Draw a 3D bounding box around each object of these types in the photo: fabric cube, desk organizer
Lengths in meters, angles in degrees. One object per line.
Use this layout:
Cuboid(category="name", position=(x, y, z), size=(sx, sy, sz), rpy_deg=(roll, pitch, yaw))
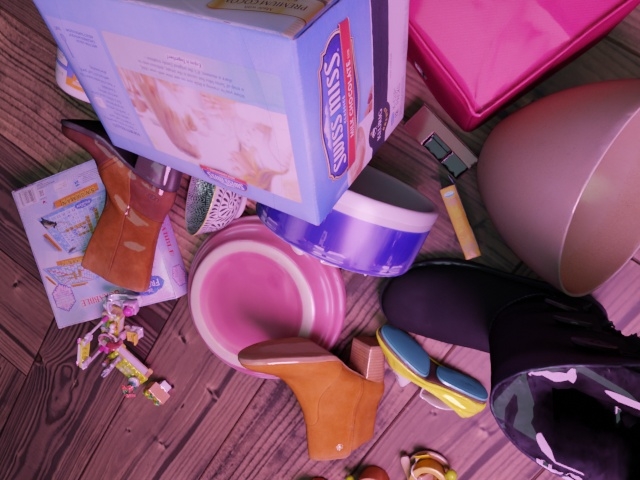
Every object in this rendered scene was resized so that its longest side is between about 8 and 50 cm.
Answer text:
Cuboid(category="fabric cube", position=(0.234, -0.324, 0.607), size=(0.259, 0.258, 0.254), rpy_deg=(-36, 88, 19))
Cuboid(category="desk organizer", position=(0.201, -0.162, 0.753), size=(0.130, 0.047, 0.050), rpy_deg=(48, 110, 5))

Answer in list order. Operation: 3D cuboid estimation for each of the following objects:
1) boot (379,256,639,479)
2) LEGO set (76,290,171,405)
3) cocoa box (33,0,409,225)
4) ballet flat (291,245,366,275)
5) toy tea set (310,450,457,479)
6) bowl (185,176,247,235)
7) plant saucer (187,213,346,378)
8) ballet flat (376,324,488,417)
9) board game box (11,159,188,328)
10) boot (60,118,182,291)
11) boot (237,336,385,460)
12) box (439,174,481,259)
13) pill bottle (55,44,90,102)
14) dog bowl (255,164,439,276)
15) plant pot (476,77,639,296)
Cuboid(category="boot", position=(0.228, 0.136, 0.580), size=(0.368, 0.445, 0.146), rpy_deg=(3, 99, 16))
Cuboid(category="LEGO set", position=(-0.411, 0.246, 0.926), size=(0.132, 0.107, 0.286), rpy_deg=(0, 115, 11))
Cuboid(category="cocoa box", position=(-0.100, -0.216, 0.540), size=(0.348, 0.227, 0.231), rpy_deg=(22, 147, 22))
Cuboid(category="ballet flat", position=(0.000, 0.000, 0.789), size=(0.241, 0.091, 0.077), rpy_deg=(21, 107, -6))
Cuboid(category="toy tea set", position=(0.108, 0.531, 0.848), size=(0.337, 0.124, 0.199), rpy_deg=(-20, 93, 18))
Cuboid(category="bowl", position=(-0.187, -0.085, 0.848), size=(0.170, 0.080, 0.169), rpy_deg=(-25, 59, 53))
Cuboid(category="plant saucer", position=(-0.120, 0.117, 0.873), size=(0.333, 0.084, 0.331), rpy_deg=(3, 99, 17))
Cuboid(category="ballet flat", position=(0.182, 0.240, 0.803), size=(0.231, 0.077, 0.077), rpy_deg=(32, 120, 0))
Cuboid(category="board game box", position=(-0.466, 0.000, 0.966), size=(0.319, 0.066, 0.317), rpy_deg=(-15, 94, 18))
Cuboid(category="boot", position=(-0.408, -0.070, 0.877), size=(0.264, 0.096, 0.280), rpy_deg=(26, 111, 2))
Cuboid(category="boot", position=(-0.010, 0.280, 0.784), size=(0.104, 0.296, 0.211), rpy_deg=(17, 100, 59))
Cuboid(category="box", position=(0.227, -0.041, 0.746), size=(0.028, 0.081, 0.136), rpy_deg=(-23, 91, 19))
Cuboid(category="pill bottle", position=(-0.343, -0.374, 0.752), size=(0.152, 0.152, 0.271), rpy_deg=(31, 121, 10))
Cuboid(category="dog bowl", position=(0.039, -0.055, 0.702), size=(0.265, 0.265, 0.104), rpy_deg=(26, 110, 11))
Cuboid(category="plant pot", position=(0.336, -0.092, 0.631), size=(0.191, 0.284, 0.283), rpy_deg=(38, 111, 45))
